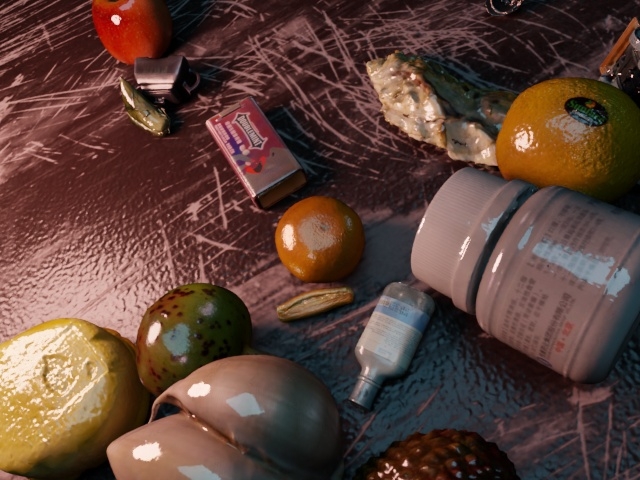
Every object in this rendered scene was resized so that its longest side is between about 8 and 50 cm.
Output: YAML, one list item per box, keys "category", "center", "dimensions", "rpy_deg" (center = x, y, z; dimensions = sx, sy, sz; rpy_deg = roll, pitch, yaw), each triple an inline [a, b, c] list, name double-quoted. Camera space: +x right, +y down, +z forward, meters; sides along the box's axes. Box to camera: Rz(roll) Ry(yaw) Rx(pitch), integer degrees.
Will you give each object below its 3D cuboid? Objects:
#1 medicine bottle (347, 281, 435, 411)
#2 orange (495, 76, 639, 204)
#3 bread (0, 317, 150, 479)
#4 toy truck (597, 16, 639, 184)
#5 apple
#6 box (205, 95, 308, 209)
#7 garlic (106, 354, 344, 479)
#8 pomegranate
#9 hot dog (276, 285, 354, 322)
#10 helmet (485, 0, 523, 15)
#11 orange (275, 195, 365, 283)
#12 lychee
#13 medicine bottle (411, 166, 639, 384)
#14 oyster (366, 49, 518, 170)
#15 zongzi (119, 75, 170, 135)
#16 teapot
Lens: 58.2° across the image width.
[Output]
- category: "medicine bottle"
  center: [0.108, 0.172, 0.930]
  dimensions: [0.090, 0.053, 0.208]
  rpy_deg: [23, 72, 20]
- category: "orange"
  center: [0.409, -0.154, 0.939]
  dimensions: [0.236, 0.236, 0.236]
  rpy_deg: [-5, 63, 10]
- category: "bread"
  center: [-0.425, 0.261, 0.947]
  dimensions: [0.270, 0.148, 0.269]
  rpy_deg: [-3, 66, 7]
- category: "toy truck"
  center: [0.618, -0.215, 0.974]
  dimensions: [0.185, 0.133, 0.338]
  rpy_deg: [0, 60, -6]
- category: "apple"
  center: [-0.431, -0.502, 1.317]
  dimensions: [0.181, 0.168, 0.181]
  rpy_deg: [-3, 69, 8]
- category: "box"
  center: [-0.129, -0.177, 1.145]
  dimensions: [0.120, 0.069, 0.224]
  rpy_deg: [-33, 62, -6]
- category: "garlic"
  center: [-0.141, 0.265, 0.808]
  dimensions: [0.340, 0.246, 0.231]
  rpy_deg: [9, 83, 16]
- category: "pomegranate"
  center: [-0.176, 0.176, 0.921]
  dimensions: [0.248, 0.202, 0.202]
  rpy_deg: [26, 71, 4]
- category: "hot dog"
  center: [-0.009, 0.107, 1.001]
  dimensions: [0.137, 0.028, 0.044]
  rpy_deg: [-19, 88, 5]
- category: "helmet"
  center: [0.393, -0.508, 1.211]
  dimensions: [0.084, 0.049, 0.065]
  rpy_deg: [-23, 93, 29]
- category: "orange"
  center: [0.000, 0.000, 1.001]
  dimensions: [0.156, 0.124, 0.156]
  rpy_deg: [2, 71, -5]
- category: "lychee"
  center: [0.150, 0.363, 0.735]
  dimensions: [0.271, 0.236, 0.235]
  rpy_deg: [-10, 60, 32]
- category: "medicine bottle"
  center: [0.314, 0.036, 0.845]
  dimensions: [0.306, 0.245, 0.245]
  rpy_deg: [30, 73, 31]
- category: "oyster"
  center: [0.228, -0.272, 1.099]
  dimensions: [0.355, 0.107, 0.201]
  rpy_deg: [28, 69, 23]
- category: "zongzi"
  center: [-0.373, -0.282, 1.221]
  dimensions: [0.109, 0.119, 0.055]
  rpy_deg: [28, 60, 23]
- category: "teapot"
  center: [-0.346, -0.341, 1.265]
  dimensions: [0.177, 0.087, 0.096]
  rpy_deg: [1, 69, 13]
